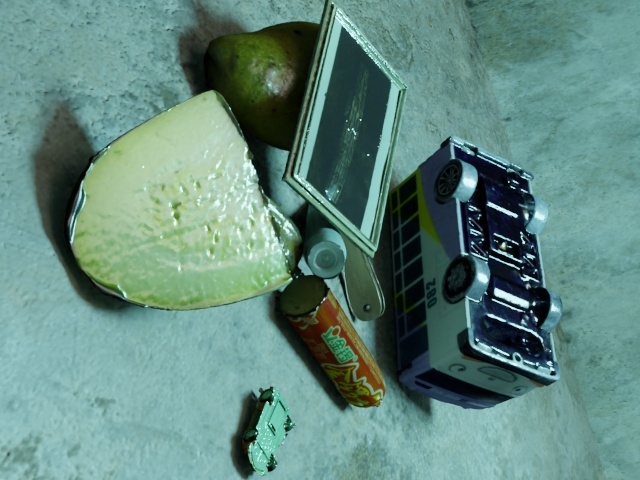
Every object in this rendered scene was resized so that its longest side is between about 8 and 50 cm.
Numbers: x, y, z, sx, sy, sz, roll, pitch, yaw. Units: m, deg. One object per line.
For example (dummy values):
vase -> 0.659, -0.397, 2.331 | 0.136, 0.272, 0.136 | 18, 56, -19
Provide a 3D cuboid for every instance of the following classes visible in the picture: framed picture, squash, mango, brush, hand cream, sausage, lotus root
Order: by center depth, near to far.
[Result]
squash -> -0.149, -0.013, 1.232 | 0.155, 0.204, 0.237 | -118, -173, -77
lotus root -> -0.079, -0.007, 1.499 | 0.179, 0.080, 0.089 | 52, 42, -42
framed picture -> 0.044, -0.154, 1.622 | 0.231, 0.018, 0.293 | 41, 53, -46
sausage -> 0.029, 0.155, 1.659 | 0.083, 0.083, 0.264 | -84, 151, -45
mango -> -0.036, -0.218, 1.661 | 0.176, 0.176, 0.329 | 37, 18, 13
hand cream -> 0.000, 0.000, 1.663 | 0.331, 0.058, 0.085 | -111, 176, -81
brush -> 0.039, -0.034, 1.854 | 0.065, 0.070, 0.328 | -22, 96, -79

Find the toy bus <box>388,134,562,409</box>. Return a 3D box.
toy bus -> 0.252, 0.070, 2.043 | 0.209, 0.249, 0.440 | 22, 48, -28

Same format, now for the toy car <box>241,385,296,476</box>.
toy car -> -0.067, 0.231, 1.416 | 0.059, 0.035, 0.122 | 62, 32, -27
